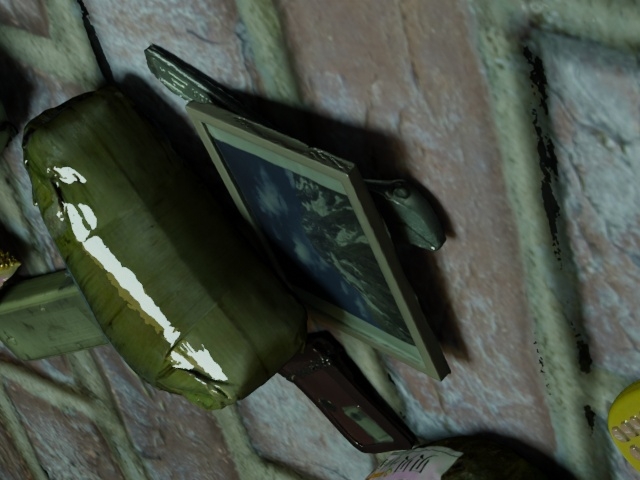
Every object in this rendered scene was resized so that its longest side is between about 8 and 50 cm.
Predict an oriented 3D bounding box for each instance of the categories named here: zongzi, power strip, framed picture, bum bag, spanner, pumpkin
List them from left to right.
[{"bbox_3d":[-0.283,0.078,2.069,0.092,0.066,0.387,50,148,-18],"label":"power strip"},{"bbox_3d":[-0.174,0.019,1.799,0.323,0.160,0.360,56,167,0],"label":"zongzi"},{"bbox_3d":[-0.027,-0.079,1.581,0.325,0.026,0.093,33,152,17],"label":"spanner"},{"bbox_3d":[0.000,0.000,1.618,0.209,0.019,0.281,23,152,41],"label":"framed picture"},{"bbox_3d":[0.021,0.156,1.845,0.159,0.026,0.109,46,151,-19],"label":"bum bag"},{"bbox_3d":[0.138,0.313,1.740,0.260,0.189,0.260,29,150,19],"label":"pumpkin"}]

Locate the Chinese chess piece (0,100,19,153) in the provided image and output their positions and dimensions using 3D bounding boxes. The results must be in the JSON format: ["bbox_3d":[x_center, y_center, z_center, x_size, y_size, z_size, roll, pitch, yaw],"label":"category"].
[{"bbox_3d":[-0.465,-0.051,1.814,0.146,0.349,0.349,46,151,-1],"label":"Chinese chess piece"}]

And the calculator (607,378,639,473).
[{"bbox_3d":[0.318,0.160,1.476,0.146,0.032,0.235,46,152,-8],"label":"calculator"}]

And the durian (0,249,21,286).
[{"bbox_3d":[-0.428,0.055,2.105,0.132,0.165,0.182,44,167,1],"label":"durian"}]
